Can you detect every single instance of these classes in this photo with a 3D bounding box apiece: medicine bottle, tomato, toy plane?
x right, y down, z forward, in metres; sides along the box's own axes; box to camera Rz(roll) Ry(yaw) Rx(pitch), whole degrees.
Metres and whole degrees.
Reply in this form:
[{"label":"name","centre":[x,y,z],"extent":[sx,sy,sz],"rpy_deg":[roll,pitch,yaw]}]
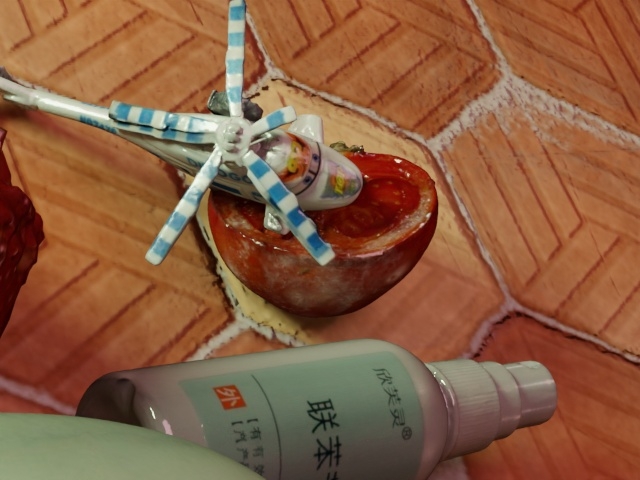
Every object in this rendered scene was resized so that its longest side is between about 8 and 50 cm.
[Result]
[{"label":"medicine bottle","centre":[0.014,0.119,1.278],"extent":[0.352,0.110,0.110],"rpy_deg":[-5,58,-39]},{"label":"tomato","centre":[0.000,0.000,1.389],"extent":[0.159,0.091,0.139],"rpy_deg":[7,37,4]},{"label":"toy plane","centre":[-0.108,-0.062,1.334],"extent":[0.273,0.107,0.182],"rpy_deg":[-3,76,12]}]

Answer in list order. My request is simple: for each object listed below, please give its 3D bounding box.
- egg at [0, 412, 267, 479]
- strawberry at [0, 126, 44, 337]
[{"label":"egg","centre":[-0.149,0.201,1.002],"extent":[0.371,0.230,0.230],"rpy_deg":[0,55,-41]},{"label":"strawberry","centre":[-0.295,-0.001,1.078],"extent":[0.261,0.261,0.257],"rpy_deg":[27,76,-14]}]
